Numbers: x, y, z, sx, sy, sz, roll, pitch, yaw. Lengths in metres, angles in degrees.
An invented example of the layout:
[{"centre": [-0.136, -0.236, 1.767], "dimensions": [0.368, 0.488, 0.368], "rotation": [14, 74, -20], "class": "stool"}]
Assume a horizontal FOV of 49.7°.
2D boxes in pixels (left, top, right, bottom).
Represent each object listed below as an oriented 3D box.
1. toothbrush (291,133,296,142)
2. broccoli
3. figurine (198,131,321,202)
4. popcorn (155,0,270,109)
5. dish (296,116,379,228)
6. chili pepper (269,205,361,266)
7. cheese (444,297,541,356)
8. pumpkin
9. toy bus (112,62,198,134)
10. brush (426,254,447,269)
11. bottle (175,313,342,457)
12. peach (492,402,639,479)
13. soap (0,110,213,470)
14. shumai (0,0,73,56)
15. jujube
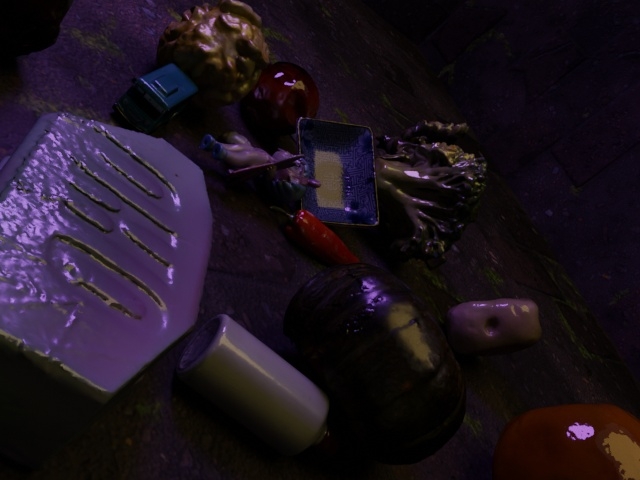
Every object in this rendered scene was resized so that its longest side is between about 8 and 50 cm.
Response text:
[{"centre": [0.021, -0.154, 1.667], "dimensions": [0.286, 0.020, 0.025], "rotation": [51, 18, 3], "class": "toothbrush"}, {"centre": [0.238, -0.118, 1.610], "dimensions": [0.272, 0.324, 0.334], "rotation": [53, 9, -37], "class": "broccoli"}, {"centre": [-0.133, -0.145, 1.333], "dimensions": [0.205, 0.103, 0.260], "rotation": [23, 6, 40], "class": "figurine"}, {"centre": [-0.203, -0.369, 1.335], "dimensions": [0.181, 0.235, 0.217], "rotation": [48, 44, -35], "class": "popcorn"}, {"centre": [0.026, -0.135, 1.498], "dimensions": [0.181, 0.080, 0.243], "rotation": [5, 71, -19], "class": "dish"}, {"centre": [0.000, 0.000, 1.375], "dimensions": [0.272, 0.063, 0.071], "rotation": [37, 40, -33], "class": "chili pepper"}, {"centre": [0.382, 0.198, 1.569], "dimensions": [0.217, 0.235, 0.117], "rotation": [2, 70, -28], "class": "cheese"}, {"centre": [0.084, 0.179, 1.031], "dimensions": [0.320, 0.192, 0.320], "rotation": [57, -5, 8], "class": "pumpkin"}, {"centre": [-0.283, -0.248, 1.204], "dimensions": [0.079, 0.092, 0.160], "rotation": [44, 25, -9], "class": "toy bus"}, {"centre": [0.274, -0.040, 1.891], "dimensions": [0.048, 0.054, 0.282], "rotation": [34, 28, -50], "class": "brush"}, {"centre": [-0.068, 0.208, 0.918], "dimensions": [0.245, 0.104, 0.104], "rotation": [41, 26, -19], "class": "bottle"}, {"centre": [0.476, 0.455, 1.240], "dimensions": [0.342, 0.342, 0.302], "rotation": [21, 60, -47], "class": "peach"}, {"centre": [-0.268, 0.022, 0.782], "dimensions": [0.261, 0.156, 0.446], "rotation": [38, 26, -24], "class": "soap"}, {"centre": [-0.468, -0.430, 0.960], "dimensions": [0.324, 0.397, 0.324], "rotation": [-1, 85, -37], "class": "shumai"}, {"centre": [-0.100, -0.331, 1.563], "dimensions": [0.168, 0.168, 0.236], "rotation": [30, 14, -37], "class": "jujube"}]
